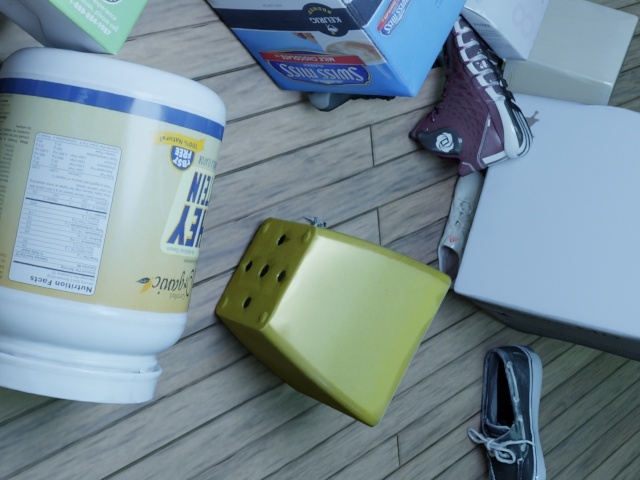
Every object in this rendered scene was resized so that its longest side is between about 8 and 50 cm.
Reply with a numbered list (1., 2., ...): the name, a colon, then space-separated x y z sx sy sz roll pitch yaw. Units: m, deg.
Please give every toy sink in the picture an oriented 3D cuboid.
1. toy sink: 0.365 -0.297 1.692 0.131 0.234 0.152 88 25 -60

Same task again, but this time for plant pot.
1. plant pot: -0.003 0.082 1.337 0.187 0.212 0.212 33 80 -29

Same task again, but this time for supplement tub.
1. supplement tub: -0.230 -0.013 1.047 0.228 0.228 0.316 11 90 -48

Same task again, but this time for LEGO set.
1. LEGO set: 0.002 -0.001 1.459 0.083 0.023 0.054 44 65 -43

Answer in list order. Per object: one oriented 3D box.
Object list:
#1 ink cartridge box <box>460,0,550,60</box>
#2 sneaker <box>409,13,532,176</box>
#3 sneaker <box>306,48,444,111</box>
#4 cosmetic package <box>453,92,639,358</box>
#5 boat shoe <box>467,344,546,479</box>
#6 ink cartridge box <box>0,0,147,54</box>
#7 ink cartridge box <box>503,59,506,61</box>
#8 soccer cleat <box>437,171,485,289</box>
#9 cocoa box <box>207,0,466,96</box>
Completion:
1. ink cartridge box: 0.251 -0.393 1.486 0.232 0.066 0.189 37 72 -47
2. sneaker: 0.188 -0.223 1.566 0.106 0.163 0.281 13 53 -60
3. sneaker: 0.089 -0.235 1.439 0.267 0.101 0.106 -41 115 -35
4. cosmetic package: 0.453 0.000 1.671 0.394 0.330 0.327 30 76 -62
5. boat shoe: 0.321 0.335 1.818 0.105 0.113 0.306 3 93 -42
6. ink cartridge box: -0.205 -0.373 0.962 0.207 0.119 0.353 41 70 -44
7. ink cartridge box: 0.242 -0.427 1.579 0.189 0.097 0.255 37 71 -45
8. soccer cleat: 0.226 -0.016 1.675 0.076 0.068 0.196 -4 104 -44
9. cocoa box: 0.052 -0.377 1.279 0.228 0.231 0.347 47 64 -43
